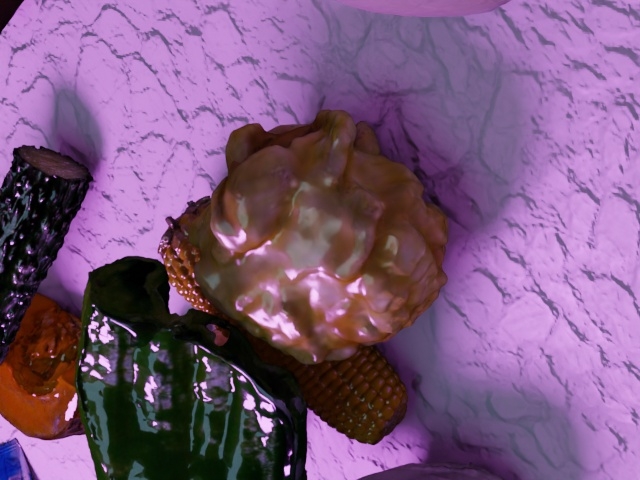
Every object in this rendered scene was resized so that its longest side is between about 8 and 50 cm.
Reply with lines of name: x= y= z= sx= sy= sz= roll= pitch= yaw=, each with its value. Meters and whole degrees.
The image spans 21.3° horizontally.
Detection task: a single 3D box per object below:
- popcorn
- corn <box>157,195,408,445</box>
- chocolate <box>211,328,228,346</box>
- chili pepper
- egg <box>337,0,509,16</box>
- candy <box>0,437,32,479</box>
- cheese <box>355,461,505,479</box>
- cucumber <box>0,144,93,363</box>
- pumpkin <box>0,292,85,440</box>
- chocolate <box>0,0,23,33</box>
popcorn: x=0.000 y=0.000 z=1.555 sx=0.256 sy=0.195 sz=0.254 roll=12 pitch=133 yaw=40
corn: x=-0.037 y=0.082 z=1.706 sx=0.305 sy=0.106 sz=0.106 roll=43 pitch=138 yaw=9
chocolate: x=-0.111 y=0.219 z=1.845 sx=0.134 sy=0.134 sz=0.309 roll=34 pitch=136 yaw=23
chili pepper: x=-0.112 y=0.185 z=1.641 sx=0.213 sy=0.167 sz=0.384 roll=-10 pitch=120 yaw=3
egg: x=0.023 y=-0.306 z=1.313 sx=0.337 sy=0.201 sz=0.337 roll=25 pitch=130 yaw=34
candy: x=-0.407 y=0.336 z=2.278 sx=0.088 sy=0.038 sz=0.136 roll=-23 pitch=90 yaw=46
cheese: x=0.081 y=0.299 z=1.654 sx=0.198 sy=0.189 sz=0.154 roll=-34 pitch=60 yaw=45
cucumber: x=-0.365 y=0.067 z=1.896 sx=0.096 sy=0.096 sz=0.359 roll=33 pitch=106 yaw=24
pumpkin: x=-0.327 y=0.152 z=2.010 sx=0.248 sy=0.131 sz=0.126 roll=29 pitch=133 yaw=30
chocolate: x=-0.477 y=-0.349 z=1.701 sx=0.297 sy=0.314 sz=0.326 roll=42 pitch=142 yaw=28
